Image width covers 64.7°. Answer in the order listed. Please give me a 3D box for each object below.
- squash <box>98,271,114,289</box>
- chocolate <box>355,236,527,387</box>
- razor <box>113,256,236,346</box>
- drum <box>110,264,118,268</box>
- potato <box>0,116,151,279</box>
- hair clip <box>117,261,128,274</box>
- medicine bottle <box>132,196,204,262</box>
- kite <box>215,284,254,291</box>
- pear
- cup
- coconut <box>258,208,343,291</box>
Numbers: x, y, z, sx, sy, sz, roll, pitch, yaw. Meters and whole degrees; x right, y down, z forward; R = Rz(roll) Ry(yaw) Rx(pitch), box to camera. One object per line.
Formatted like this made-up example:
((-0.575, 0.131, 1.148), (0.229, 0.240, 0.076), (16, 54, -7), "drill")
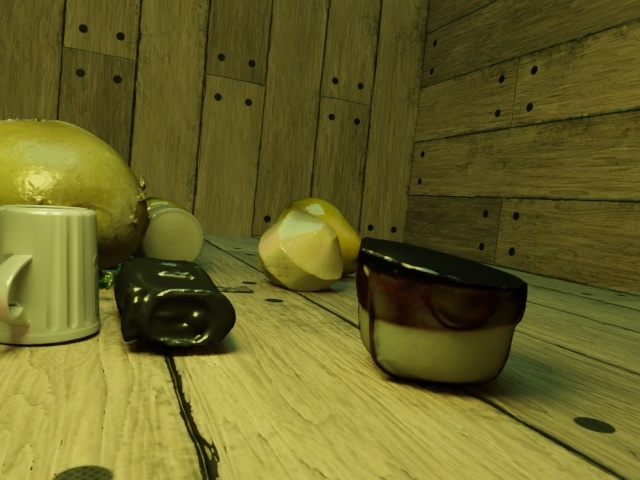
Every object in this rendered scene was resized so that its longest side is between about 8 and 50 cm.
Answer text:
((-0.620, 0.067, 1.024), (0.378, 0.102, 0.101), (6, 4, -10), "squash")
((0.169, 0.118, 0.790), (0.283, 0.186, 0.283), (15, 7, -2), "chocolate")
((-0.265, 0.105, 0.899), (0.189, 0.107, 0.327), (5, 5, -23), "razor")
((-0.710, 0.056, 1.421), (0.253, 0.049, 0.130), (8, 3, -11), "drum")
((-0.611, -0.058, 1.184), (0.319, 0.386, 0.442), (31, 18, 33), "potato")
((-0.558, 0.072, 1.439), (0.030, 0.039, 0.115), (18, -1, -26), "hair clip")
((-0.518, -0.024, 1.625), (0.224, 0.225, 0.384), (4, 5, -29), "medicine bottle")
((-0.241, 0.128, 1.364), (0.152, 0.005, 0.137), (7, 2, 26), "kite")
((-0.004, -0.005, 1.811), (0.336, 0.285, 0.285), (20, -1, -20), "pear")
((-0.424, 0.050, 0.784), (0.166, 0.202, 0.221), (0, 5, -35), "cup")
((-0.051, 0.032, 1.472), (0.259, 0.260, 0.259), (6, 4, 0), "coconut")
